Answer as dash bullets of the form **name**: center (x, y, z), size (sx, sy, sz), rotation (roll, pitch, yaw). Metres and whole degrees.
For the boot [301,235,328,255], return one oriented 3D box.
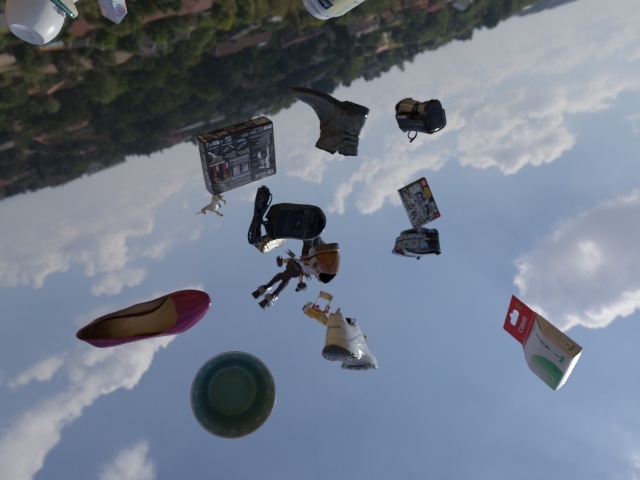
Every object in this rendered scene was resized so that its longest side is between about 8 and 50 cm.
- **boot**: center (0.000, 0.000, 2.021), size (0.136, 0.198, 0.077), rotation (-1, -159, -31)

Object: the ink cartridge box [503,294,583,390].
- **ink cartridge box**: center (0.589, 0.281, 1.386), size (0.056, 0.181, 0.224), rotation (-32, -129, -20)

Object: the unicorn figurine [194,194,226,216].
- **unicorn figurine**: center (-0.497, -0.157, 2.343), size (0.111, 0.162, 0.060), rotation (37, -165, 25)

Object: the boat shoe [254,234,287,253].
- **boat shoe**: center (-0.214, -0.008, 2.228), size (0.073, 0.080, 0.223), rotation (33, -149, 19)

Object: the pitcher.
- **pitcher**: center (-0.683, -0.605, 1.269), size (0.177, 0.207, 0.125), rotation (10, 166, 6)

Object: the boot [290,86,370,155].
- **boot**: center (0.011, -0.340, 1.457), size (0.246, 0.161, 0.083), rotation (20, -164, 4)

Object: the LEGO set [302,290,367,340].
- **LEGO set**: center (0.055, 0.269, 1.832), size (0.286, 0.132, 0.107), rotation (22, -103, 37)

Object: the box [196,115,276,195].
- **box**: center (-0.329, -0.343, 2.037), size (0.307, 0.243, 0.076), rotation (-25, -136, -27)

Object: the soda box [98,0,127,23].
- **soda box**: center (-0.655, -0.762, 1.567), size (0.058, 0.062, 0.183), rotation (-63, -173, -16)

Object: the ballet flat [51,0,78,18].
- **ballet flat**: center (-0.536, -0.507, 0.975), size (0.057, 0.168, 0.052), rotation (34, -91, 39)

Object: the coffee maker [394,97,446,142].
- **coffee maker**: center (0.388, -0.458, 1.914), size (0.120, 0.171, 0.178), rotation (-49, -146, -7)

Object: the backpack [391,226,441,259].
- **backpack**: center (0.371, 0.009, 2.007), size (0.173, 0.117, 0.158), rotation (4, 168, -30)

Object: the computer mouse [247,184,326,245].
- **computer mouse**: center (-0.107, -0.073, 1.621), size (0.272, 0.189, 0.072), rotation (5, -167, -32)

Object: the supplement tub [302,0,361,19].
- **supplement tub**: center (0.089, -1.060, 2.035), size (0.235, 0.236, 0.324), rotation (-31, -165, -36)

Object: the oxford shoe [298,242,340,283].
- **oxford shoe**: center (-0.003, 0.061, 1.114), size (0.075, 0.076, 0.212), rotation (-8, 171, -11)

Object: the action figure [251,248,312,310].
- **action figure**: center (-0.153, 0.159, 2.082), size (0.285, 0.185, 0.099), rotation (-41, 158, 5)

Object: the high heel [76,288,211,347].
- **high heel**: center (-0.507, 0.232, 1.458), size (0.376, 0.127, 0.181), rotation (-24, 168, 16)

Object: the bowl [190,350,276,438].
- **bowl**: center (-0.331, 0.575, 1.906), size (0.311, 0.312, 0.163), rotation (-24, 175, -15)

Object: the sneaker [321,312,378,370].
- **sneaker**: center (0.093, 0.291, 1.418), size (0.110, 0.297, 0.130), rotation (-7, -118, 18)

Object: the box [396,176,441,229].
- **box**: center (0.306, -0.115, 1.562), size (0.093, 0.137, 0.027), rotation (-28, -165, -6)
